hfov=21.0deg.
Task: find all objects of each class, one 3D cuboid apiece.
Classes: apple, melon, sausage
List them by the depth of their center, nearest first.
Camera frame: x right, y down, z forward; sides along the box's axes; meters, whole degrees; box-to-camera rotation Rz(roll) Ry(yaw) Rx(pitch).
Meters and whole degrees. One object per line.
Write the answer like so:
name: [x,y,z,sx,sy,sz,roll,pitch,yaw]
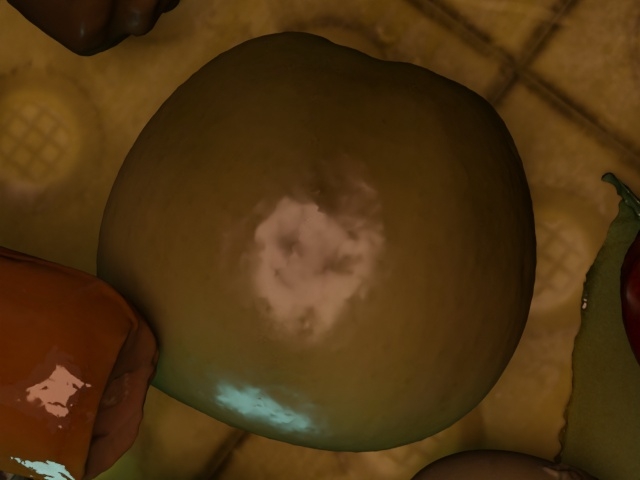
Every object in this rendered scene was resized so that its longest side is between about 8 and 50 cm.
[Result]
sausage: [-0.273,0.046,1.052,0.354,0.116,0.134,17,103,17]
apple: [0.000,0.000,1.131,0.292,0.292,0.254,18,95,7]
melon: [0.222,0.082,1.237,0.114,0.053,0.261,-1,91,27]

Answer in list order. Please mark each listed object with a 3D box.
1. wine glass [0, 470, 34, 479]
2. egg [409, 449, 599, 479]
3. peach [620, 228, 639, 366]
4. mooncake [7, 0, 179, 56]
wine glass: [-0.147,0.252,1.182,0.238,0.238,0.323,-38,109,10]
egg: [0.141,0.227,1.193,0.201,0.164,0.164,32,99,-3]
peach: [0.363,0.044,1.091,0.338,0.281,0.281,27,98,6]
mooncake: [-0.120,-0.245,1.168,0.117,0.235,0.234,35,99,8]
